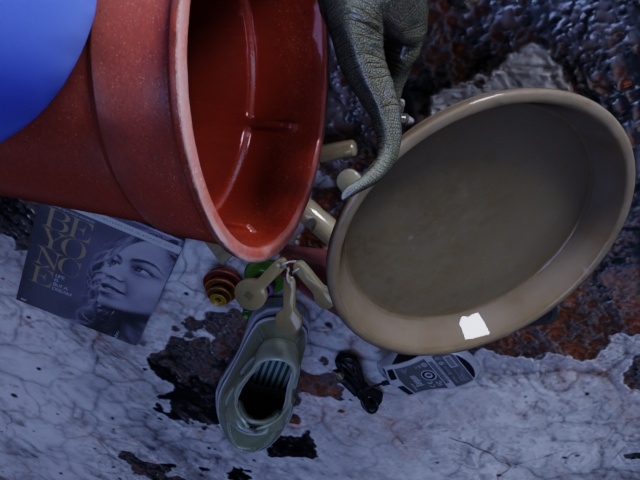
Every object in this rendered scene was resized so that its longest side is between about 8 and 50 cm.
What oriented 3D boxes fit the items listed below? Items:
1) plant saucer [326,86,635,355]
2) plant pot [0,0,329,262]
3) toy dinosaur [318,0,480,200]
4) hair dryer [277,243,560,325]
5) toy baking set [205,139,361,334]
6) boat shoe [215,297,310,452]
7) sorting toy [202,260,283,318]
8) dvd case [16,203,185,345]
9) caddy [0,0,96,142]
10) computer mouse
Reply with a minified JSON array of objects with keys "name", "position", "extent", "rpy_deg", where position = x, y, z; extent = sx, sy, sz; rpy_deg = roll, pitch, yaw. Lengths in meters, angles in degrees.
[{"name":"plant saucer","position":[0.133,-0.010,0.599],"extent":[0.278,0.041,0.277],"rpy_deg":[-11,132,-13]},{"name":"plant pot","position":[-0.158,-0.129,0.531],"extent":[0.265,0.272,0.272],"rpy_deg":[5,132,17]},{"name":"toy dinosaur","position":[0.043,-0.181,0.472],"extent":[0.121,0.313,0.160],"rpy_deg":[21,162,27]},{"name":"hair dryer","position":[0.090,0.008,0.738],"extent":[0.294,0.080,0.223],"rpy_deg":[-14,111,15]},{"name":"toy baking set","position":[-0.003,-0.006,0.704],"extent":[0.256,0.030,0.196],"rpy_deg":[-13,105,23]},{"name":"boat shoe","position":[-0.084,0.199,0.906],"extent":[0.109,0.094,0.302],"rpy_deg":[13,132,-2]},{"name":"sorting toy","position":[-0.089,0.060,0.818],"extent":[0.102,0.042,0.061],"rpy_deg":[-7,130,16]},{"name":"dvd case","position":[-0.270,0.035,0.846],"extent":[0.165,0.018,0.221],"rpy_deg":[24,131,-11]},{"name":"caddy","position":[-0.292,-0.142,0.364],"extent":[0.341,0.179,0.241],"rpy_deg":[-26,81,22]},{"name":"computer mouse","position":[0.111,0.160,0.875],"extent":[0.193,0.042,0.106],"rpy_deg":[-21,120,33]}]
